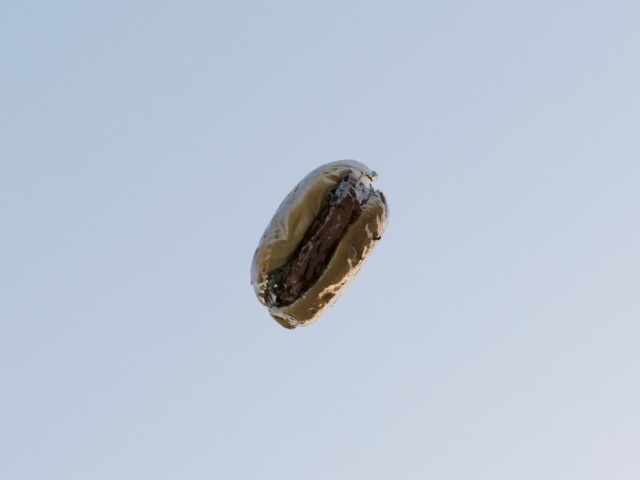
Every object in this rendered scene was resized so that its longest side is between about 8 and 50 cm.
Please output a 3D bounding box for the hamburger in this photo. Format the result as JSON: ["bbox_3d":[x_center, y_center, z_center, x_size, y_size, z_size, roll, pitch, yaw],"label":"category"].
[{"bbox_3d":[0.000,0.000,0.577,0.044,0.083,0.076,38,-91,6],"label":"hamburger"}]
